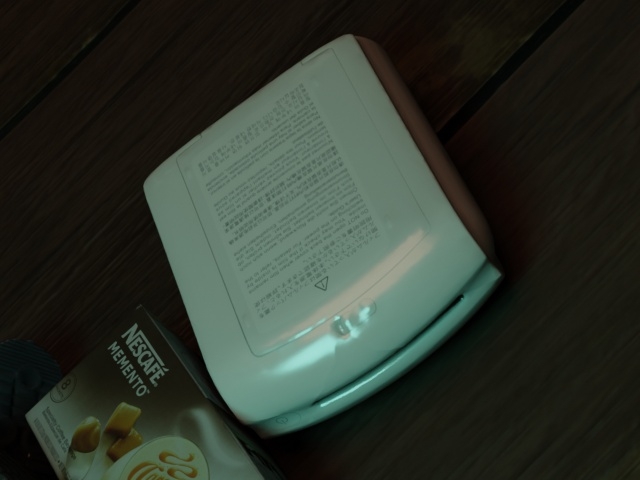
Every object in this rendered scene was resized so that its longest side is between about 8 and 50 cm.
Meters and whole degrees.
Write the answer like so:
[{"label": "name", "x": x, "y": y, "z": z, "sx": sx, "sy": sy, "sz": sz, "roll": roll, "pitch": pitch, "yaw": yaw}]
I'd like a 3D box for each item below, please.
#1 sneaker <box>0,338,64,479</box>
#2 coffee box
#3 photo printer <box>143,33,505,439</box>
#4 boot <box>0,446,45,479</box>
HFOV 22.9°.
[{"label": "sneaker", "x": -0.308, "y": 0.246, "z": 1.358, "sx": 0.131, "sy": 0.112, "sz": 0.319, "roll": -26, "pitch": 41, "yaw": 46}, {"label": "coffee box", "x": -0.118, "y": 0.184, "z": 1.246, "sx": 0.141, "sy": 0.098, "sz": 0.246, "roll": -43, "pitch": 43, "yaw": 2}, {"label": "photo printer", "x": 0.000, "y": 0.000, "z": 1.293, "sx": 0.256, "sy": 0.107, "sz": 0.307, "roll": -36, "pitch": 44, "yaw": 9}, {"label": "boot", "x": -0.254, "y": 0.315, "z": 1.194, "sx": 0.223, "sy": 0.118, "sz": 0.338, "roll": -44, "pitch": 56, "yaw": 0}]
